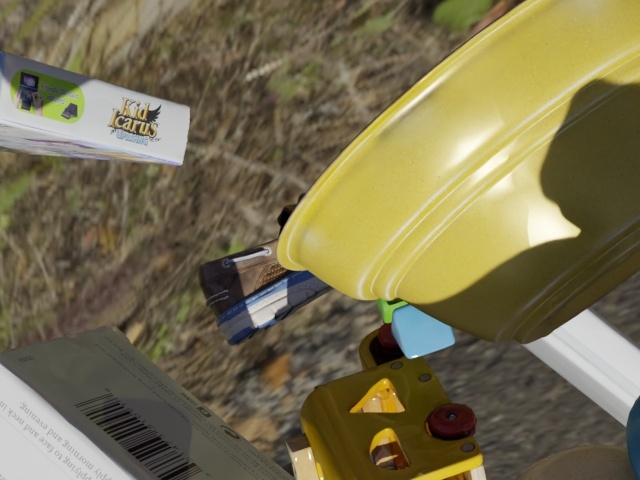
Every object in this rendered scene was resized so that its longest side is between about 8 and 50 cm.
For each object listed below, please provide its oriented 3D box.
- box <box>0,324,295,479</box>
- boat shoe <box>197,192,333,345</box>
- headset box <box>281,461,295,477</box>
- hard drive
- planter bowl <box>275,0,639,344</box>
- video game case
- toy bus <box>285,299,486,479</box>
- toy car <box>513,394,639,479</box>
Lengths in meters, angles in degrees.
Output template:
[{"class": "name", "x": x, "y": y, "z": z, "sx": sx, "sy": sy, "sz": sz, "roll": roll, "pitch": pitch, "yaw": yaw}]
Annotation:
[{"class": "box", "x": -0.126, "y": 0.158, "z": 0.994, "sx": 0.181, "sy": 0.182, "sz": 0.119, "roll": 39, "pitch": 102, "yaw": 11}, {"class": "boat shoe", "x": 0.000, "y": 0.000, "z": 1.116, "sx": 0.183, "sy": 0.066, "sz": 0.066, "roll": -29, "pitch": 85, "yaw": -25}, {"class": "headset box", "x": 0.051, "y": 0.320, "z": 1.379, "sx": 0.110, "sy": 0.218, "sz": 0.293, "roll": -38, "pitch": 114, "yaw": 20}, {"class": "hard drive", "x": 0.273, "y": 0.133, "z": 1.386, "sx": 0.353, "sy": 0.233, "sz": 0.047, "roll": 39, "pitch": 87, "yaw": 6}, {"class": "planter bowl", "x": 0.095, "y": -0.021, "z": 0.668, "sx": 0.217, "sy": 0.217, "sz": 0.090, "roll": -34, "pitch": 77, "yaw": -13}, {"class": "video game case", "x": -0.298, "y": -0.122, "z": 1.490, "sx": 0.269, "sy": 0.244, "sz": 0.061, "roll": 6, "pitch": 86, "yaw": 34}, {"class": "toy bus", "x": 0.034, "y": 0.127, "z": 1.008, "sx": 0.104, "sy": 0.202, "sz": 0.191, "roll": -17, "pitch": 75, "yaw": -8}, {"class": "toy car", "x": 0.167, "y": 0.190, "z": 0.562, "sx": 0.238, "sy": 0.219, "sz": 0.210, "roll": 21, "pitch": 38, "yaw": -20}]
